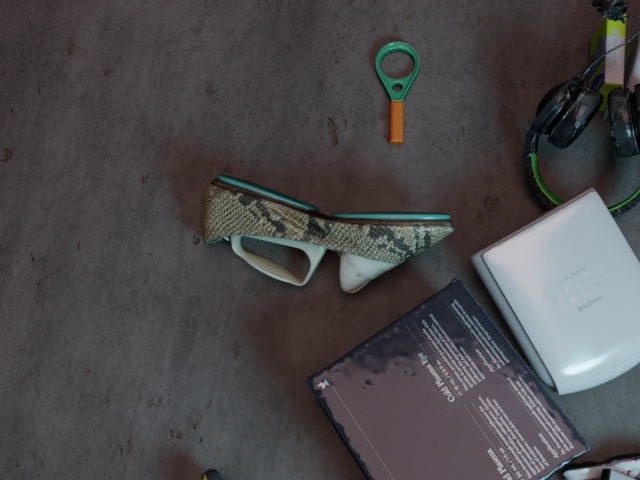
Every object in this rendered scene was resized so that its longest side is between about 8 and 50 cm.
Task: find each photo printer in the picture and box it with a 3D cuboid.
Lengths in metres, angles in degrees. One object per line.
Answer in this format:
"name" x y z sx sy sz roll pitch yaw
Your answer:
"photo printer" 0.445 0.099 1.371 0.256 0.107 0.307 -29 86 -2

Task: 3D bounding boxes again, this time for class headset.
"headset" 0.498 -0.225 1.400 0.243 0.185 0.394 13 103 24

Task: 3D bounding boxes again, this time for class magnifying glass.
"magnifying glass" 0.157 -0.303 1.597 0.092 0.026 0.231 1 73 5

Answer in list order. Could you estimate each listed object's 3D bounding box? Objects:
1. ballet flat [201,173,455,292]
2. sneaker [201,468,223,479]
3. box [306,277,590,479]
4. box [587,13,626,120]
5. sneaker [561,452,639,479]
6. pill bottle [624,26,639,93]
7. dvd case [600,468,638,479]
"ballet flat" 0.000 0.000 1.459 0.483 0.164 0.182 11 94 14
"sneaker" -0.086 0.495 1.321 0.121 0.111 0.300 -41 79 -20
"box" 0.200 0.301 1.305 0.312 0.179 0.343 -32 69 -8
"box" 0.560 -0.340 1.532 0.042 0.109 0.178 9 73 2
"sneaker" 0.503 0.408 1.320 0.178 0.072 0.077 -12 82 9
"pill bottle" 0.722 -0.306 1.480 0.278 0.162 0.162 13 73 9
"dvd case" 0.548 0.496 1.252 0.253 0.022 0.180 23 68 -9
